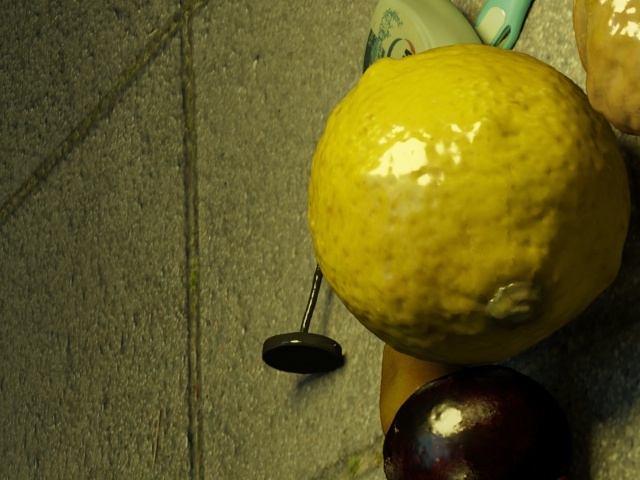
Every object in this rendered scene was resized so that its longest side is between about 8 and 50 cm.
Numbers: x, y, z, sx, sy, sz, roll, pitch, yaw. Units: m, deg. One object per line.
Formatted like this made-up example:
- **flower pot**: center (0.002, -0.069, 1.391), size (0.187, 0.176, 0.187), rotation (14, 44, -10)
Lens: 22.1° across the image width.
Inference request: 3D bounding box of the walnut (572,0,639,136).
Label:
- **walnut**: center (0.392, -0.246, 1.539), size (0.344, 0.306, 0.306), rotation (-54, 36, 21)

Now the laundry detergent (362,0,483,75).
- **laundry detergent**: center (0.149, -0.177, 2.079), size (0.280, 0.105, 0.215), rotation (-118, 31, -41)

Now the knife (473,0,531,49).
- **knife**: center (0.255, -0.316, 2.044), size (0.064, 0.031, 0.222), rotation (46, 119, 27)

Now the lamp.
- **lamp**: center (0.028, 0.009, 2.254), size (0.108, 0.130, 0.371), rotation (12, 74, 38)

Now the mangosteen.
- **mangosteen**: center (0.179, 0.260, 1.767), size (0.211, 0.211, 0.250), rotation (-31, 72, 50)

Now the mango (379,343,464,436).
- **mango**: center (0.123, 0.181, 1.989), size (0.227, 0.099, 0.136), rotation (-103, 32, -52)

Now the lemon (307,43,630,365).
- **lemon**: center (0.159, -0.033, 1.765), size (0.350, 0.350, 0.387), rotation (-56, 26, 30)
